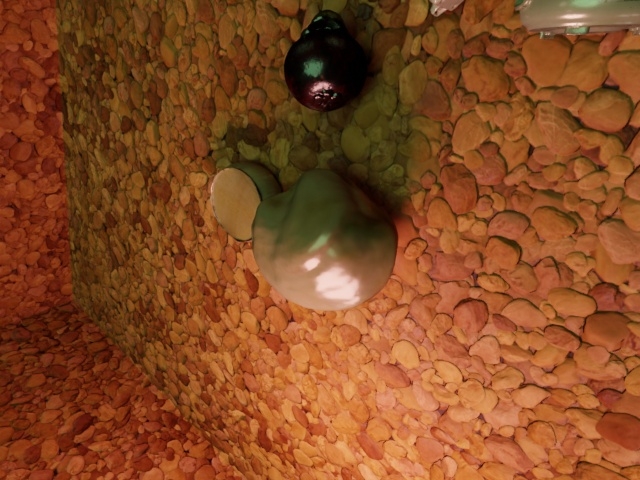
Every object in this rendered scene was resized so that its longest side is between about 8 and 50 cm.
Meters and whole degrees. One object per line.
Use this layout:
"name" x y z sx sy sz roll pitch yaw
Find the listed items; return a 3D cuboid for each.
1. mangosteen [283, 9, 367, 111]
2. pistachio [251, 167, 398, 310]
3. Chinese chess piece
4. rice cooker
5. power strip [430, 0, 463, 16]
"mangosteen" 0.011 -0.409 1.020 0.210 0.210 0.209 15 115 34
"pistachio" 0.000 0.000 1.116 0.446 0.282 0.364 4 94 38
"Chinese chess piece" -0.235 -0.122 1.375 0.257 0.104 0.257 14 115 33
"rice cooker" 0.424 -0.438 0.649 0.226 0.226 0.243 19 119 32
"power strip" 0.327 -0.547 0.769 0.338 0.098 0.058 -31 83 41
